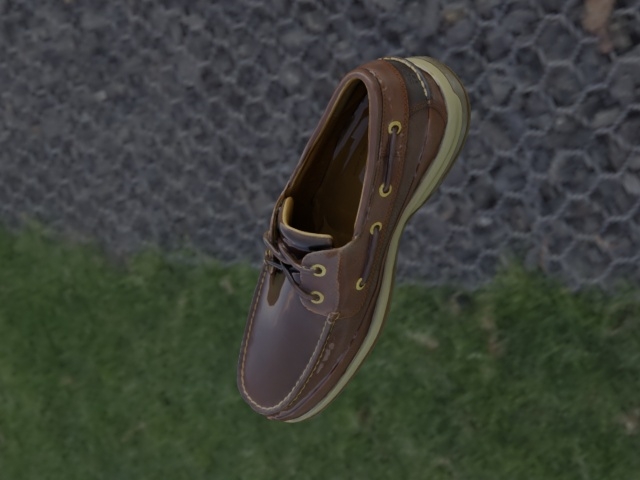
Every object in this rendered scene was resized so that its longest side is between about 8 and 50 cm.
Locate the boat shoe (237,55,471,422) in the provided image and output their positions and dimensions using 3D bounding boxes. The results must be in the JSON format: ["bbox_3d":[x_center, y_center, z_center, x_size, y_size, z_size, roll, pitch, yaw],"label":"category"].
[{"bbox_3d":[0.000,0.000,0.639,0.064,0.060,0.178,37,112,33],"label":"boat shoe"}]
